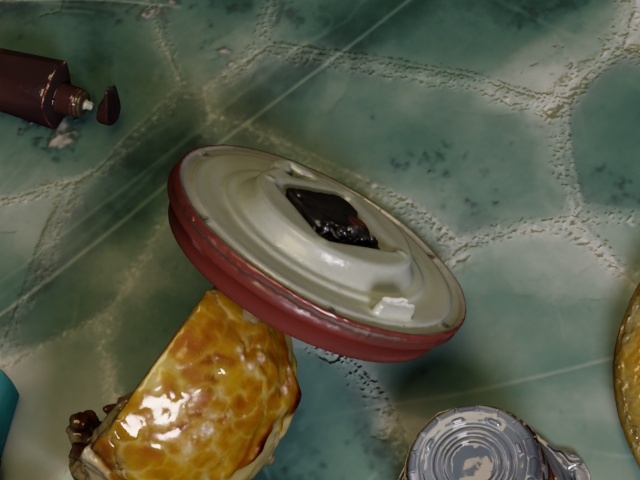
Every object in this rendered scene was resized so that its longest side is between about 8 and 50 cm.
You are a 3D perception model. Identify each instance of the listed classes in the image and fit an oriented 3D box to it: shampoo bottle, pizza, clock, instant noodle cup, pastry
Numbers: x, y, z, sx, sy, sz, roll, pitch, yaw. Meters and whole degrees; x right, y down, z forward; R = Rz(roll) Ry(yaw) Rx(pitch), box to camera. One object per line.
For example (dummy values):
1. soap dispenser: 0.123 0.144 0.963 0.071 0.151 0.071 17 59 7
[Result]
1. shampoo bottle: -0.330 -0.172 2.173 0.236 0.068 0.067 16 65 17
2. pizza: 0.384 0.108 1.902 0.197 0.058 0.292 9 67 14
3. clock: 0.000 0.000 1.907 0.318 0.318 0.080 42 116 26
4. instant noodle cup: 0.147 0.229 1.843 0.208 0.125 0.177 -31 61 -7
5. pastry: -0.111 0.162 1.880 0.170 0.237 0.256 46 73 -2

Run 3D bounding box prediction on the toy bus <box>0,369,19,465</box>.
1. toy bus: -0.363 0.207 1.976 0.092 0.079 0.160 7 63 13
